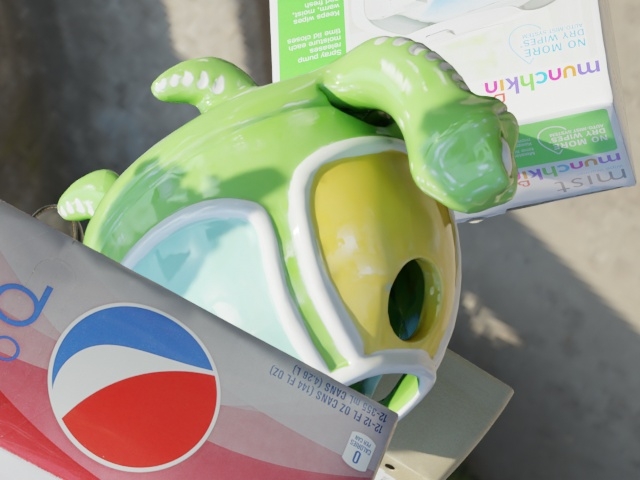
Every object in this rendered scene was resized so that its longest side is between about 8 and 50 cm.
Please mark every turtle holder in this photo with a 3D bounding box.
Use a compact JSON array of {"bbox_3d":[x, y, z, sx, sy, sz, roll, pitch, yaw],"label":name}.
[{"bbox_3d":[0.002,0.009,1.274,0.320,0.227,0.243,-29,153,9],"label":"turtle holder"}]

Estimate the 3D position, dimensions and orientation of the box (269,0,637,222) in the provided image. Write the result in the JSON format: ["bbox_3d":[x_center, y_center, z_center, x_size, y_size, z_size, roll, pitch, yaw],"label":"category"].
[{"bbox_3d":[0.101,-0.139,1.500,0.262,0.231,0.127,-10,146,13],"label":"box"}]

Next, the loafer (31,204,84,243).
[{"bbox_3d":[-0.202,0.028,1.359,0.062,0.170,0.061,0,132,3],"label":"loafer"}]

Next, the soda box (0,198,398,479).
[{"bbox_3d":[-0.113,0.047,0.663,0.263,0.083,0.092,28,150,-8],"label":"soda box"}]

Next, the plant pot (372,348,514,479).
[{"bbox_3d":[0.064,0.142,1.436,0.109,0.096,0.109,31,148,-4],"label":"plant pot"}]
